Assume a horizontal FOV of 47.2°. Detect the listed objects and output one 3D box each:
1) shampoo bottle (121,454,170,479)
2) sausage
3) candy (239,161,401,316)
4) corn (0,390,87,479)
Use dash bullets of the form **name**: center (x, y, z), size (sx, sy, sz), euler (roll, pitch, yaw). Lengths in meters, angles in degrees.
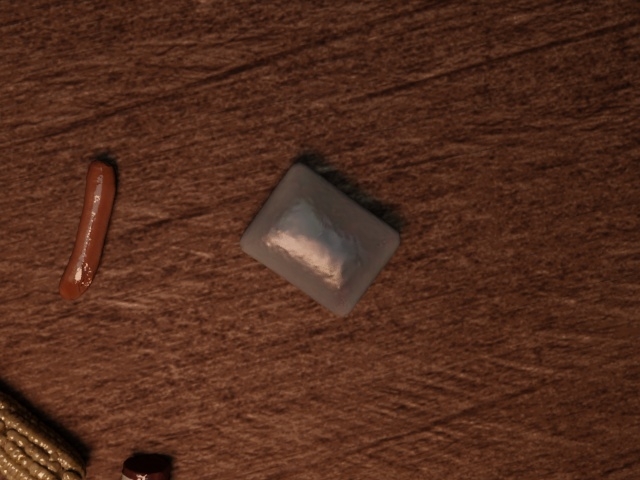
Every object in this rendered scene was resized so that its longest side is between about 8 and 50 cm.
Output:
- **shampoo bottle**: center (-0.238, 0.409, 0.973), size (0.067, 0.068, 0.236), euler (5, 96, -6)
- **sausage**: center (-0.297, -0.011, 0.943), size (0.043, 0.043, 0.186), euler (15, 95, -5)
- **candy**: center (0.000, 0.000, 0.946), size (0.174, 0.071, 0.138), euler (36, 93, -5)
- **corn**: center (-0.397, 0.260, 0.947), size (0.211, 0.087, 0.087), euler (42, 92, -1)
